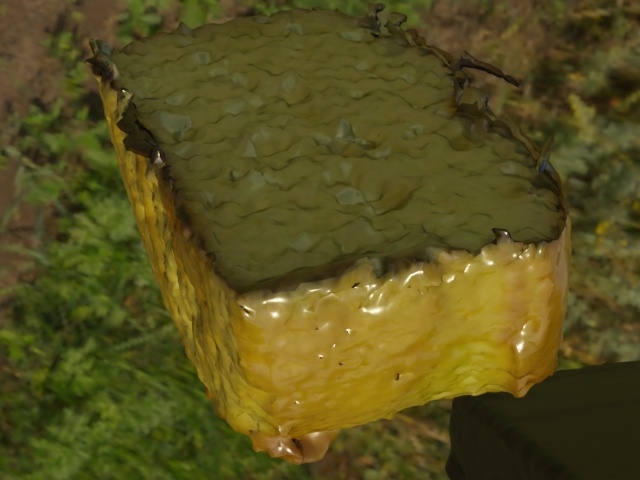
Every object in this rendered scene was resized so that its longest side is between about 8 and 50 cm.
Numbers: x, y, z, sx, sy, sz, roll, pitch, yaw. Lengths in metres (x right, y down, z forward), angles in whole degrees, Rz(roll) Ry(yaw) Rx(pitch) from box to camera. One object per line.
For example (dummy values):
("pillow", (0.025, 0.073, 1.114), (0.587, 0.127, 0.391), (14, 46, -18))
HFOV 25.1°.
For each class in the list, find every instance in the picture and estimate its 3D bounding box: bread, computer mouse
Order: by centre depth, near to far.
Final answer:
("bread", (0.004, 0.001, 0.602), (0.160, 0.260, 0.147), (-14, 123, -19))
("computer mouse", (0.173, 0.132, 0.682), (0.170, 0.269, 0.100), (-4, 99, -12))
